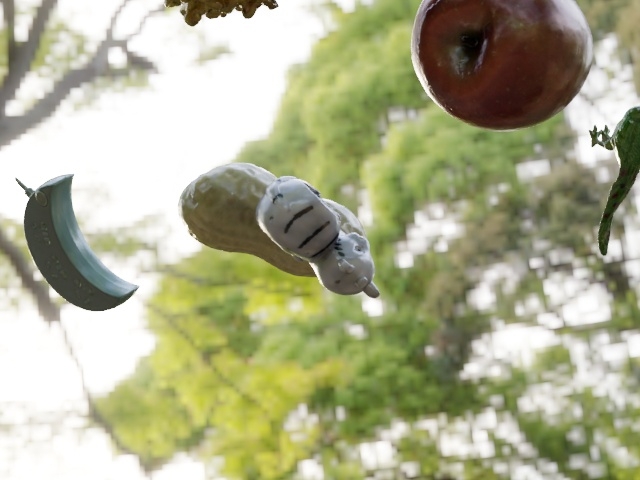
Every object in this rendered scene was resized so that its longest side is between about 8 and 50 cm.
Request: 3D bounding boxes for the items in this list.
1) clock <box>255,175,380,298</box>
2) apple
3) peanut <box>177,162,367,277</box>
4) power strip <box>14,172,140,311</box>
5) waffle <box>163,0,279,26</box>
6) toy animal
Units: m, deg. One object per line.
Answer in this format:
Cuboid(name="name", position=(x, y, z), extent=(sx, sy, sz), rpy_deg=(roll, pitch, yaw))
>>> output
Cuboid(name="clock", position=(0.000, 0.000, 2.177), extent=(0.080, 0.117, 0.176), rpy_deg=(-46, -49, 0))
Cuboid(name="apple", position=(0.190, -0.204, 1.921), extent=(0.181, 0.181, 0.168), rpy_deg=(-20, -2, 29))
Cuboid(name="peanut", position=(-0.056, -0.027, 2.324), extent=(0.257, 0.123, 0.123), rpy_deg=(17, -31, -17))
Cuboid(name="power strip", position=(-0.329, 0.000, 2.384), extent=(0.137, 0.216, 0.044), rpy_deg=(-28, 5, 47))
Cuboid(name="waffle", position=(-0.091, -0.313, 1.873), extent=(0.197, 0.070, 0.193), rpy_deg=(-34, -45, 2))
Cuboid(name="toy animal", position=(0.337, -0.088, 2.111), extent=(0.041, 0.075, 0.217), rpy_deg=(-14, -47, -38))
